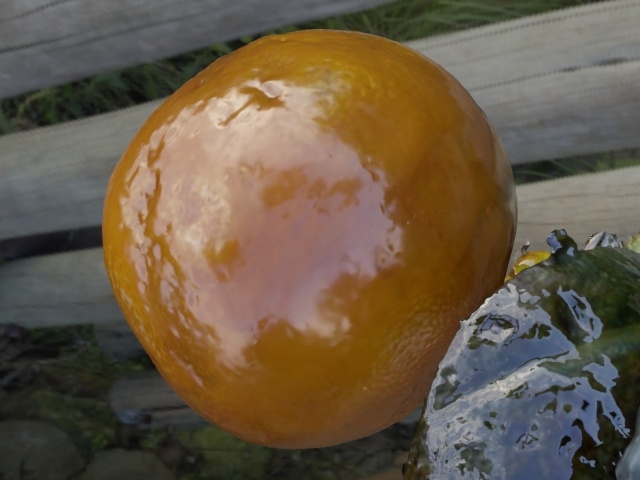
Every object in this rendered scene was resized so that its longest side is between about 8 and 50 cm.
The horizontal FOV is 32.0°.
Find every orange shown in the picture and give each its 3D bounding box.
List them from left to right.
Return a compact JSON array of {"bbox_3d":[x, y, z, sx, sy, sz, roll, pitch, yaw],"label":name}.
[{"bbox_3d":[0.000,0.000,0.696,0.261,0.261,0.261,-10,74,36],"label":"orange"}]

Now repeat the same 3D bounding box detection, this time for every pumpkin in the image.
[{"bbox_3d":[0.105,0.122,0.515,0.278,0.163,0.111,-43,30,-11],"label":"pumpkin"}]

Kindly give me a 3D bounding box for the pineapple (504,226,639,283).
[{"bbox_3d":[0.224,0.070,0.939,0.140,0.250,0.164,123,159,-53],"label":"pineapple"}]

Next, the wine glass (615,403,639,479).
[{"bbox_3d":[0.333,0.088,0.472,0.267,0.406,0.267,14,107,54],"label":"wine glass"}]
